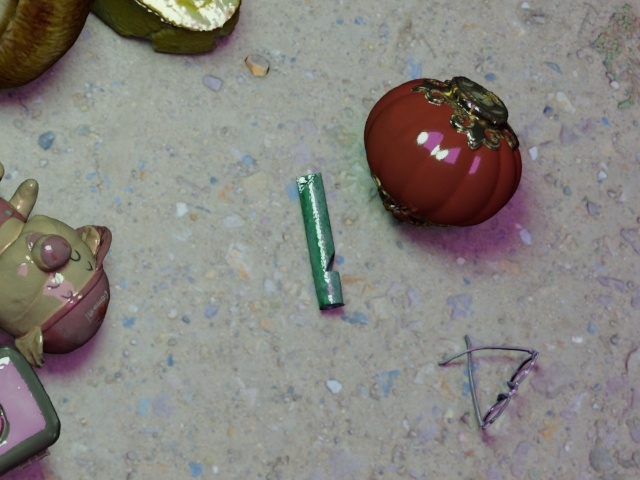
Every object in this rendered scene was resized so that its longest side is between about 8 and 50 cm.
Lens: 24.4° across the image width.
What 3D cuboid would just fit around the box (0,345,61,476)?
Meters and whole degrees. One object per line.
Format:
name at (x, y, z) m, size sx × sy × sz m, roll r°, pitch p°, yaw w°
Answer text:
box at (-0.425, 0.229, 1.754) m, size 0.210 × 0.129 × 0.148 m, roll -28°, pitch 85°, yaw -23°

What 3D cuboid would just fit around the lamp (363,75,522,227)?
lamp at (0.161, -0.114, 2.002) m, size 0.227 × 0.227 × 0.227 m, roll 5°, pitch 74°, yaw -17°

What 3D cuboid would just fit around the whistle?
whistle at (0.000, 0.000, 2.004) m, size 0.039 × 0.039 × 0.186 m, roll -6°, pitch 77°, yaw -19°

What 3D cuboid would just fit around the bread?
bread at (-0.219, -0.366, 1.986) m, size 0.257 × 0.124 × 0.186 m, roll 27°, pitch 68°, yaw -6°

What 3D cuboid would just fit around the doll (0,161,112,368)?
doll at (-0.368, 0.024, 1.817) m, size 0.256 × 0.152 × 0.196 m, roll 38°, pitch 78°, yaw -9°

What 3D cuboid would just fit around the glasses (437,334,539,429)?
glasses at (0.223, 0.175, 2.016) m, size 0.104 × 0.062 × 0.140 m, roll 41°, pitch 66°, yaw -2°

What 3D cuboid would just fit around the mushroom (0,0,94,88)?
mushroom at (-0.439, -0.342, 1.821) m, size 0.345 × 0.345 × 0.259 m, roll 55°, pitch 42°, yaw 2°
